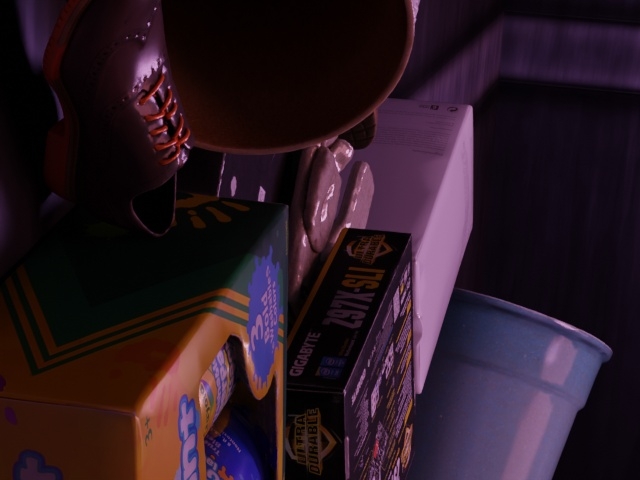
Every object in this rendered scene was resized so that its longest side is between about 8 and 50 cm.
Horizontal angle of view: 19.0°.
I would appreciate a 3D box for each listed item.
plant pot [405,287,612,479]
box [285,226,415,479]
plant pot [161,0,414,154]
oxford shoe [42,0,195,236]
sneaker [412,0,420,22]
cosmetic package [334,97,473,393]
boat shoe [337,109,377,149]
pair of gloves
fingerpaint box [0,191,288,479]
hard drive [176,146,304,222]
[{"bbox_3d":[0.184,0.261,2.568,0.341,0.341,0.334,54,52,-72],"label":"plant pot"},{"bbox_3d":[0.025,0.169,1.795,0.322,0.079,0.257,-63,155,-61],"label":"box"},{"bbox_3d":[-0.051,-0.239,1.475,0.254,0.237,0.237,-91,176,-45],"label":"plant pot"},{"bbox_3d":[-0.121,-0.099,1.282,0.097,0.098,0.271,-49,166,-28],"label":"oxford shoe"},{"bbox_3d":[0.091,-0.331,2.342,0.104,0.095,0.236,81,24,-71],"label":"sneaker"},{"bbox_3d":[0.084,-0.003,2.305,0.365,0.155,0.197,-64,157,-55],"label":"cosmetic package"},{"bbox_3d":[0.026,-0.159,1.880,0.178,0.064,0.060,76,25,-52],"label":"boat shoe"},{"bbox_3d":[0.000,0.000,1.899,0.240,0.042,0.204,54,48,-71],"label":"pair of gloves"},{"bbox_3d":[-0.139,0.231,1.383,0.371,0.163,0.445,-56,150,-65],"label":"fingerpaint box"},{"bbox_3d":[-0.066,-0.105,1.780,0.339,0.064,0.237,51,47,-72],"label":"hard drive"}]
